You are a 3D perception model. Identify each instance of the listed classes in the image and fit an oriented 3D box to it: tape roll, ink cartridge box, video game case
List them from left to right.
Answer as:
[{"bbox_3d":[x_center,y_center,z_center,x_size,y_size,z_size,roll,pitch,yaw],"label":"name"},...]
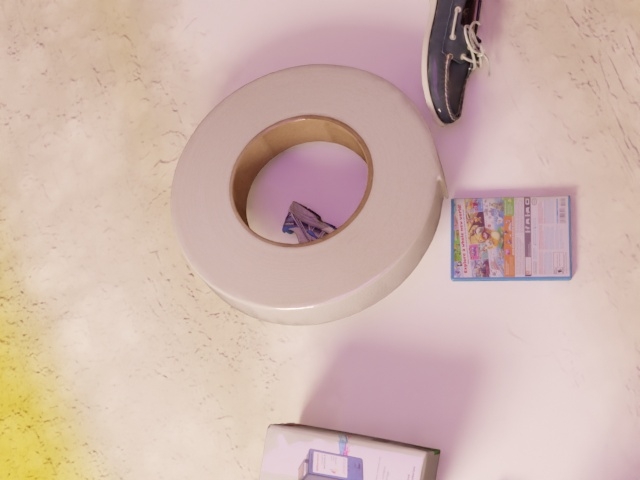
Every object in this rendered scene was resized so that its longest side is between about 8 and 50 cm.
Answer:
[{"bbox_3d":[-0.019,-0.070,1.481,0.391,0.072,0.392,-6,64,13],"label":"tape roll"},{"bbox_3d":[0.041,0.302,1.389,0.212,0.154,0.093,9,83,15],"label":"ink cartridge box"},{"bbox_3d":[0.266,-0.002,1.468,0.166,0.015,0.119,-1,79,13],"label":"video game case"}]

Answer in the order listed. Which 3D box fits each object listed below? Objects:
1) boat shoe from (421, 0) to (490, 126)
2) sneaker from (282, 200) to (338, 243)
[{"bbox_3d":[0.199,-0.287,1.505,0.079,0.095,0.255,-2,69,25],"label":"boat shoe"},{"bbox_3d":[0.000,0.000,1.520,0.135,0.052,0.058,35,95,26],"label":"sneaker"}]
